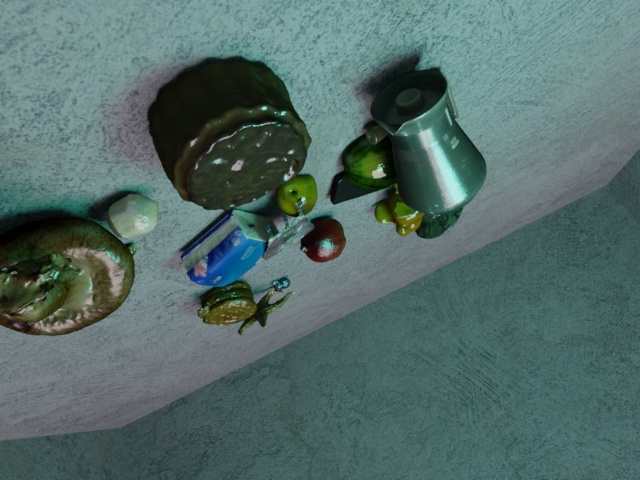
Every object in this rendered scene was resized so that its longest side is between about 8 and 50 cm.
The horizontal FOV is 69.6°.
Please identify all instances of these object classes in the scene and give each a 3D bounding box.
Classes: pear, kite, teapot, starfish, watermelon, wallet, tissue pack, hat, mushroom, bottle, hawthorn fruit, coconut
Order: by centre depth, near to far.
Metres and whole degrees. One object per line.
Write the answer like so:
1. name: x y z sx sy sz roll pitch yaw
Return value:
1. mushroom: -0.593 0.100 1.062 0.331 0.356 0.334 -30 133 -30
2. coconut: -0.453 -0.063 1.136 0.124 0.110 0.110 -23 159 3
3. teapot: 0.301 -0.271 1.242 0.300 0.253 0.344 -61 138 -24
4. bottle: 0.180 -0.316 1.325 0.101 0.047 0.063 -35 135 -21
5. kite: -0.097 -0.036 1.396 0.204 0.022 0.360 -34 167 -13
6. watermelon: 0.188 -0.236 1.421 0.232 0.127 0.204 -12 141 -27
7. pear: -0.065 -0.130 1.425 0.141 0.104 0.141 -24 162 -8
8. tissue pack: -0.286 0.033 1.493 0.269 0.137 0.209 -36 156 23
9. wallet: 0.151 -0.205 1.575 0.250 0.044 0.149 -19 153 -18
10. hawthorn fruit: 0.000 0.000 1.724 0.188 0.169 0.169 -10 153 -30
11. hat: 0.462 -0.147 1.913 0.265 0.266 0.128 -35 119 21
12. starfish: -0.266 0.324 2.060 0.299 0.060 0.302 -12 -154 13

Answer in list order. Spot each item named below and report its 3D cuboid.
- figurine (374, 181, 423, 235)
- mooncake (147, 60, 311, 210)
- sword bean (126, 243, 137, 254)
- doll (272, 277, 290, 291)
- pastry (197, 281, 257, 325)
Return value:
1. figurine: 0.332 -0.118 1.787 0.215 0.215 0.228 -16 170 -24
2. mooncake: -0.188 -0.210 0.991 0.323 0.187 0.324 -24 157 -11
3. sword bean: -0.625 0.090 1.385 0.269 0.038 0.043 -39 180 29
4. doll: -0.180 0.204 2.127 0.083 0.051 0.076 -22 163 -14
5. pastry: -0.393 0.266 1.945 0.235 0.132 0.240 -15 150 -6
